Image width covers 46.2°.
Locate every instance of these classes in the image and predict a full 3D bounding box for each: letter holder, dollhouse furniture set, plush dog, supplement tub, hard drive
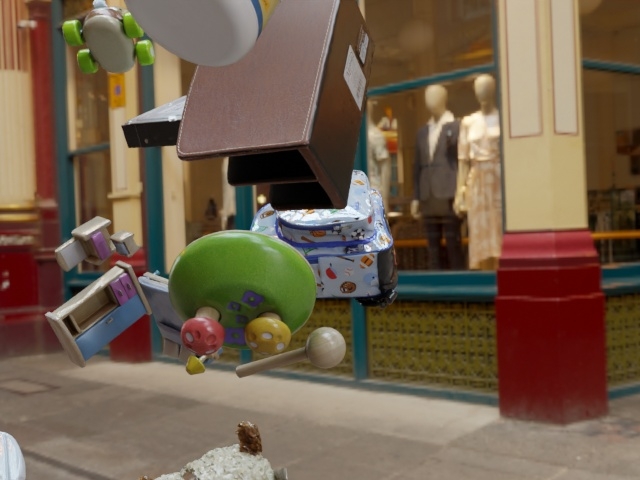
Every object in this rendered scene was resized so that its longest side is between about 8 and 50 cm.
[{"bbox_3d":[-0.061,-0.206,1.084,0.214,0.302,0.152,-2,-30,23],"label":"letter holder"},{"bbox_3d":[-0.385,0.145,1.505,0.303,0.287,0.198,16,45,38],"label":"dollhouse furniture set"},{"bbox_3d":[-0.186,0.416,1.180,0.225,0.211,0.262,-17,25,-31],"label":"plush dog"},{"bbox_3d":[-0.093,-0.290,0.749,0.144,0.200,0.144,21,-26,11],"label":"supplement tub"},{"bbox_3d":[-0.227,-0.270,1.612,0.338,0.064,0.237,1,26,34],"label":"hard drive"}]

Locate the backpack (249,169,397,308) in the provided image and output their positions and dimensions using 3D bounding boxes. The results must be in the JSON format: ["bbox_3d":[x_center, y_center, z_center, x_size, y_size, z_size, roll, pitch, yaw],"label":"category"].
[{"bbox_3d":[0.000,0.000,1.401,0.263,0.213,0.276,-13,27,5],"label":"backpack"}]

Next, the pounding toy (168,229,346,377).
[{"bbox_3d":[-0.085,0.109,0.904,0.182,0.237,0.110,-19,37,18],"label":"pounding toy"}]

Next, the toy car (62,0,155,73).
[{"bbox_3d":[-0.441,-0.466,1.597,0.154,0.189,0.149,-7,-34,3],"label":"toy car"}]

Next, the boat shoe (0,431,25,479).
[{"bbox_3d":[-0.485,0.418,1.087,0.109,0.094,0.302,-5,38,-14],"label":"boat shoe"}]
